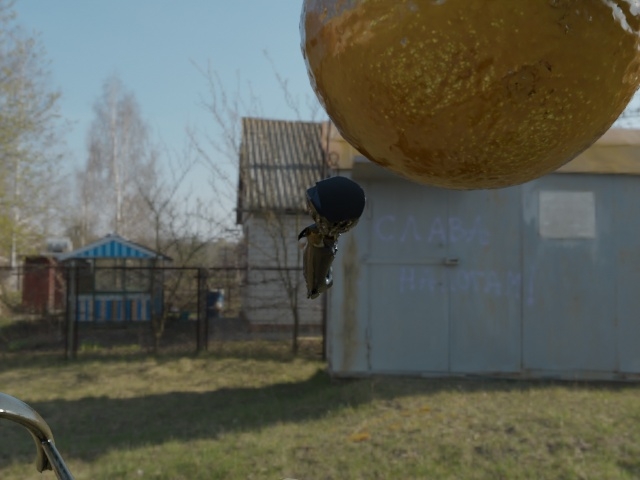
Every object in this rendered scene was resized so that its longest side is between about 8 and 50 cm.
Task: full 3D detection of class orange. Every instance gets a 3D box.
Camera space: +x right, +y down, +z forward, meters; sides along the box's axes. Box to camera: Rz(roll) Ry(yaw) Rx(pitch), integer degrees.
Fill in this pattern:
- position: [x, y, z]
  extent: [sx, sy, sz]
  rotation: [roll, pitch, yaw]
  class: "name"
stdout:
- position: [0.120, -0.168, 0.542]
  extent: [0.274, 0.274, 0.274]
  rotation: [1, -2, 0]
  class: "orange"

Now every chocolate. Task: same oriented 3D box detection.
- position: [0.001, -0.003, 0.749]
  extent: [0.070, 0.072, 0.147]
  rotation: [25, -41, -1]
  class: "chocolate"

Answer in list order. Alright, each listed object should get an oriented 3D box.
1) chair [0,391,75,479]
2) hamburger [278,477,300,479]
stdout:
- position: [-0.259, 0.262, 0.508]
  extent: [0.188, 0.166, 0.272]
  rotation: [27, 18, -49]
  class: "chair"
- position: [-0.020, 0.562, 1.238]
  extent: [0.276, 0.179, 0.294]
  rotation: [37, -30, 2]
  class: "hamburger"
